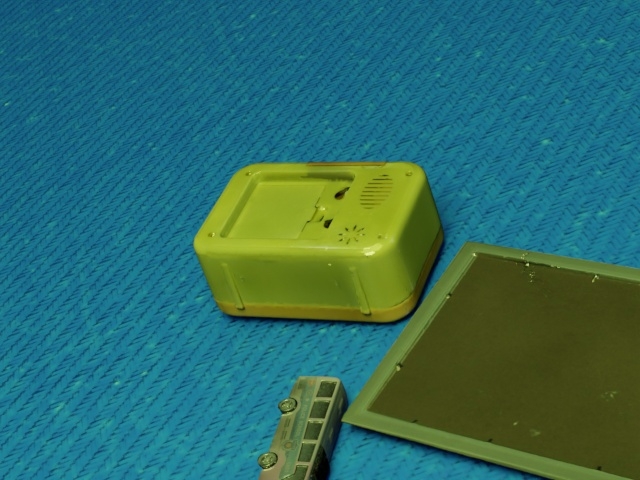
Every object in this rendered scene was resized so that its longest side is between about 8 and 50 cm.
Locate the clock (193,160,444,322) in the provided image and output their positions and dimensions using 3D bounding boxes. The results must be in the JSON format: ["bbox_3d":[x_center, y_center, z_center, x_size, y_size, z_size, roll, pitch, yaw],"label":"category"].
[{"bbox_3d":[0.000,0.000,1.320,0.202,0.096,0.143,1,39,27],"label":"clock"}]

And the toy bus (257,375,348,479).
[{"bbox_3d":[-0.014,0.166,1.164,0.052,0.037,0.130,-1,39,19],"label":"toy bus"}]

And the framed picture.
[{"bbox_3d":[0.194,0.100,1.156,0.296,0.019,0.232,11,47,36],"label":"framed picture"}]
